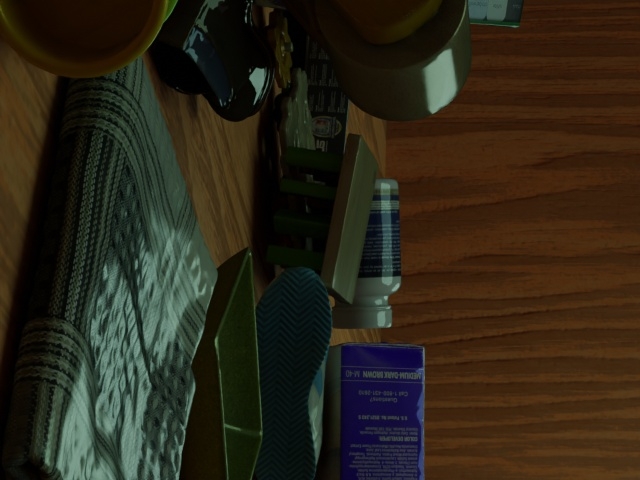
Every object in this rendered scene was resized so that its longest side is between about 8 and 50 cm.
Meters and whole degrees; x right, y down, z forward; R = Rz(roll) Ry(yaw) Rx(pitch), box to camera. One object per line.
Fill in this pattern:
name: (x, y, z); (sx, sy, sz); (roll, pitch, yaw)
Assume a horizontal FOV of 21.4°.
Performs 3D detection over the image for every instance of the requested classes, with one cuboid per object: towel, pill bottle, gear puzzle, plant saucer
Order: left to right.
towel: (-0.118, 0.081, 1.048); (0.324, 0.056, 0.312); (83, 9, -54)
plant saucer: (-0.086, 0.123, 1.384); (0.188, 0.045, 0.188); (-75, 164, -68)
gear puzzle: (-0.040, -0.093, 1.873); (0.175, 0.044, 0.339); (-76, 162, -60)
pill bottle: (0.045, 0.015, 1.931); (0.094, 0.094, 0.169); (2, 86, -84)

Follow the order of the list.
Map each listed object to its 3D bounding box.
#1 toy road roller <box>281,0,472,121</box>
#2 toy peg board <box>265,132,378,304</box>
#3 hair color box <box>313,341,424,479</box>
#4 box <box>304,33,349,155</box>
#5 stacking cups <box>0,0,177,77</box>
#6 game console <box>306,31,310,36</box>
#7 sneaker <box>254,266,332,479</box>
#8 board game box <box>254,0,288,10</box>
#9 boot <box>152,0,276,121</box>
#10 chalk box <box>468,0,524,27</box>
toy road roller: (0.047, -0.286, 1.351); (0.329, 0.241, 0.202); (53, -3, 15)
toy peg board: (0.001, -0.025, 1.801); (0.160, 0.079, 0.161); (45, 56, -78)
hair color box: (0.026, 0.284, 1.809); (0.185, 0.110, 0.338); (162, -72, -64)
box: (0.012, -0.252, 2.085); (0.270, 0.060, 0.216); (94, 0, -56)
stacking cups: (-0.110, -0.168, 0.986); (0.316, 0.096, 0.096); (-75, 164, -74)
game console: (0.009, -0.376, 1.701); (0.250, 0.173, 0.293); (22, 78, -51)
sneaker: (-0.035, 0.136, 1.722); (0.092, 0.087, 0.228); (-95, -170, -81)
board game box: (-0.025, -0.414, 1.653); (0.208, 0.056, 0.346); (38, 64, -87)
boot: (-0.092, -0.138, 1.324); (0.219, 0.082, 0.106); (86, 27, -58)
chalk box: (0.109, -0.268, 1.524); (0.132, 0.213, 0.132); (-4, 107, -50)
